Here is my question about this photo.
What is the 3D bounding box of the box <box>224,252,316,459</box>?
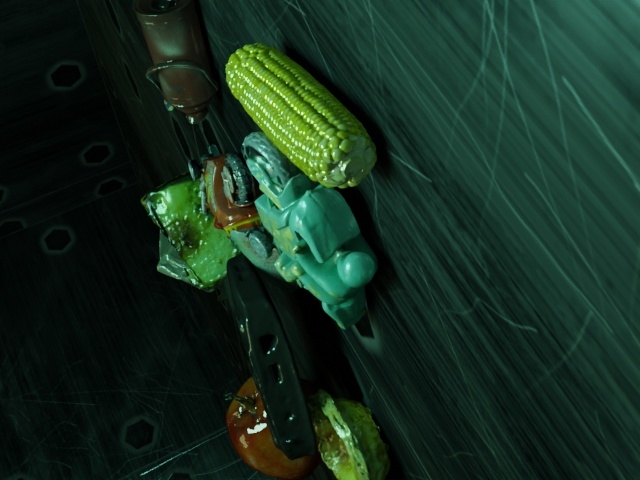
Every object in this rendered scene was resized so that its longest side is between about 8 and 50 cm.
[{"bbox_3d":[-0.090,0.189,1.375,0.289,0.073,0.289,-128,21,-68],"label":"box"}]

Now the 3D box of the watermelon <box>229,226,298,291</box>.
[{"bbox_3d":[-0.073,0.024,1.346,0.094,0.081,0.180,38,169,30],"label":"watermelon"}]

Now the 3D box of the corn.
[{"bbox_3d":[-0.024,-0.134,0.859,0.248,0.081,0.081,49,159,46],"label":"corn"}]

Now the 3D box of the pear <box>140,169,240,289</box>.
[{"bbox_3d":[-0.265,-0.033,1.786,0.238,0.164,0.255,57,173,-7],"label":"pear"}]

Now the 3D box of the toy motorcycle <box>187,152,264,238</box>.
[{"bbox_3d":[-0.159,-0.078,1.436,0.171,0.089,0.298,68,167,-12],"label":"toy motorcycle"}]

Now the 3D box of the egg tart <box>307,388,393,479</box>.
[{"bbox_3d":[0.052,0.333,1.342,0.212,0.090,0.212,58,165,26],"label":"egg tart"}]

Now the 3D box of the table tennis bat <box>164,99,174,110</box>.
[{"bbox_3d":[-0.249,-0.274,1.449,0.158,0.014,0.095,-79,-24,-56],"label":"table tennis bat"}]

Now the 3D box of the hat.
[{"bbox_3d":[-0.309,0.000,2.075,0.214,0.149,0.244,-15,-60,-68],"label":"hat"}]

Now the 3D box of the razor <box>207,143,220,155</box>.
[{"bbox_3d":[-0.187,-0.101,1.623,0.190,0.033,0.066,70,165,-15],"label":"razor"}]

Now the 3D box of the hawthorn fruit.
[{"bbox_3d":[-0.095,0.352,1.608,0.299,0.211,0.211,44,-176,-41],"label":"hawthorn fruit"}]

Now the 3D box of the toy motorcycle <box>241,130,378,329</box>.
[{"bbox_3d":[0.000,0.001,0.981,0.198,0.109,0.296,43,163,29],"label":"toy motorcycle"}]

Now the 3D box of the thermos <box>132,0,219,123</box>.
[{"bbox_3d":[-0.224,-0.291,1.322,0.232,0.099,0.124,78,-168,-47],"label":"thermos"}]

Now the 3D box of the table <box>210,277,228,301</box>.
[{"bbox_3d":[-0.233,0.092,2.013,0.070,0.082,0.083,50,159,46],"label":"table"}]
